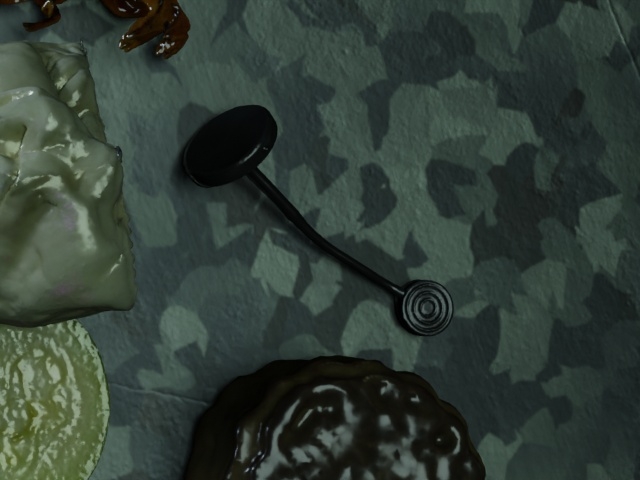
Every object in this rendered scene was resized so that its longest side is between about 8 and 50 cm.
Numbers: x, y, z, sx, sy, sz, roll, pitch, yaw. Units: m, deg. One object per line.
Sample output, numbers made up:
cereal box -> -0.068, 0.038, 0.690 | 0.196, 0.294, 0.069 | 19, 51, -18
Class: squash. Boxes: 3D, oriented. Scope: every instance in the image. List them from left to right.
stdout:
squash -> -0.335, 0.172, 1.975 | 0.252, 0.049, 0.252 | 3, 84, -25

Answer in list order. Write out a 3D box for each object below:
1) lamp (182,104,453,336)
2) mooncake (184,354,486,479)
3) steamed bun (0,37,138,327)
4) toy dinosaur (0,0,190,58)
lamp -> 0.014, -0.005, 2.115 | 0.371, 0.108, 0.130 | 44, 69, -15
mooncake -> 0.022, 0.279, 2.058 | 0.324, 0.187, 0.324 | 2, 85, -22
steamed bun -> -0.303, -0.050, 1.892 | 0.206, 0.320, 0.275 | -10, 125, -8
toy dinosaur -> -0.207, -0.301, 2.047 | 0.432, 0.097, 0.208 | -35, 86, -28
